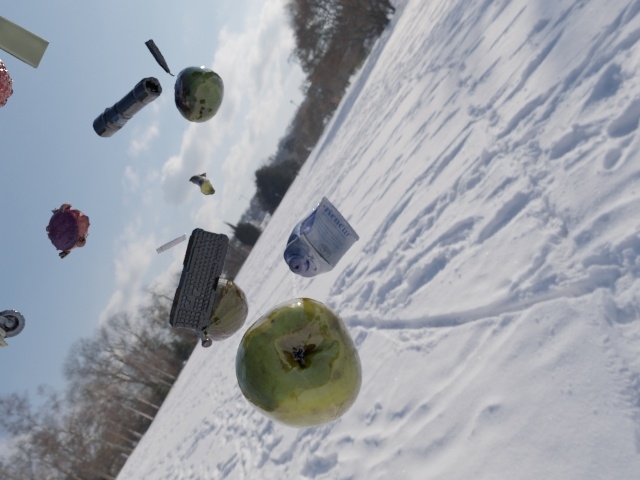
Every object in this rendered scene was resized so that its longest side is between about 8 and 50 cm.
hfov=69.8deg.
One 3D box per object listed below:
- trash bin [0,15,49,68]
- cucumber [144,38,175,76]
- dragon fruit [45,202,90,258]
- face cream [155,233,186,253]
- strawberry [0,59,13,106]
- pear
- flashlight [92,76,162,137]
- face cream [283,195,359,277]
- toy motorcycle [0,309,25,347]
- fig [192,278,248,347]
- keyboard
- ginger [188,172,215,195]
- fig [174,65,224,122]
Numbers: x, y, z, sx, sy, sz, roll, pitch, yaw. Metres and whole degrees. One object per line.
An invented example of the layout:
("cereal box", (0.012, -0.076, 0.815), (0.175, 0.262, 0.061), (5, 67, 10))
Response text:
("trash bin", (-0.600, -0.393, 0.907), (0.043, 0.092, 0.061), (27, 92, 42))
("cucumber", (-0.654, -0.737, 1.864), (0.039, 0.163, 0.043), (-20, 15, 42))
("dragon fruit", (-0.630, -0.030, 1.167), (0.112, 0.126, 0.068), (-25, -3, 17))
("face cream", (-0.536, 0.012, 1.653), (0.115, 0.020, 0.038), (-32, -23, -24))
("strawberry", (-1.171, -0.538, 1.497), (0.250, 0.238, 0.288), (-65, 15, -11))
("pear", (-0.055, 0.297, 1.094), (0.304, 0.303, 0.304), (-60, 6, 11))
("flashlight", (-0.781, -0.534, 1.843), (0.423, 0.103, 0.103), (-19, 34, 38))
("face cream", (0.000, 0.000, 1.772), (0.137, 0.235, 0.420), (-38, 6, 39))
("toy motorcycle", (-0.857, 0.192, 1.115), (0.094, 0.229, 0.130), (-21, 39, 55))
("fig", (-0.344, 0.243, 1.464), (0.217, 0.216, 0.321), (-61, 8, 9))
("keyboard", (-0.310, 0.103, 1.183), (0.016, 0.106, 0.263), (14, 90, 65))
("ginger", (-0.417, -0.204, 1.623), (0.137, 0.044, 0.058), (39, 122, 40))
("fig", (-0.411, -0.507, 1.575), (0.191, 0.181, 0.181), (-51, -2, -38))
